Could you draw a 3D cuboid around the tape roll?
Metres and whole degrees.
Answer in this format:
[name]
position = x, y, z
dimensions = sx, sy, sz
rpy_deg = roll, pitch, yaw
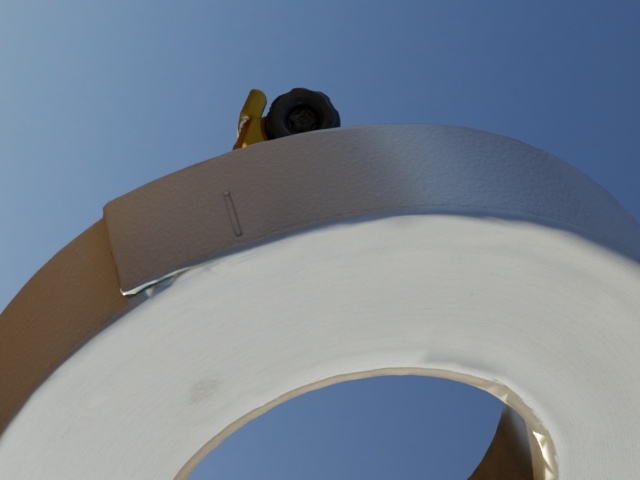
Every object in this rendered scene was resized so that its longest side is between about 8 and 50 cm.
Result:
[tape roll]
position = 0.009, 0.118, 0.890
dimensions = 0.392, 0.392, 0.072
rpy_deg = -63, -151, 30

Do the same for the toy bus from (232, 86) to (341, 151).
[toy bus]
position = 0.000, 0.000, 1.570
dimensions = 0.149, 0.220, 0.211
rpy_deg = 90, 24, -68
